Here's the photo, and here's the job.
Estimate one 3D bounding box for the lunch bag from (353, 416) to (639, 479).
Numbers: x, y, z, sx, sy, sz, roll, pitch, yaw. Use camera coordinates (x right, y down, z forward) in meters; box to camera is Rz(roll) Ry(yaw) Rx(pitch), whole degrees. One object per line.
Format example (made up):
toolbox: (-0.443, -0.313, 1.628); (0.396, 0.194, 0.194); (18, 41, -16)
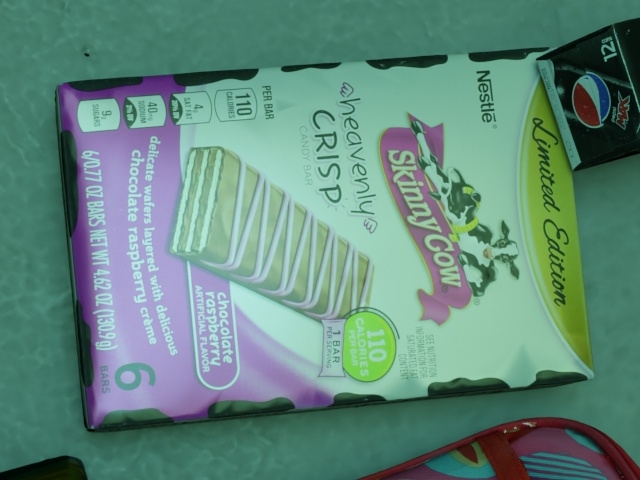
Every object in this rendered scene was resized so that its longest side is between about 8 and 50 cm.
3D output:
lunch bag: (0.086, 0.202, 0.754); (0.258, 0.293, 0.120); (-18, 122, -8)

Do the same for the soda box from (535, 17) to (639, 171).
soda box: (0.183, -0.081, 0.873); (0.169, 0.053, 0.060); (-16, 87, -37)

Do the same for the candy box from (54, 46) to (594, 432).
candy box: (0.000, 0.000, 0.866); (0.233, 0.071, 0.159); (-6, 85, -9)

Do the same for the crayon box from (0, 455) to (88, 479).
crayon box: (-0.104, 0.190, 0.709); (0.081, 0.318, 0.202); (-14, 86, -9)
